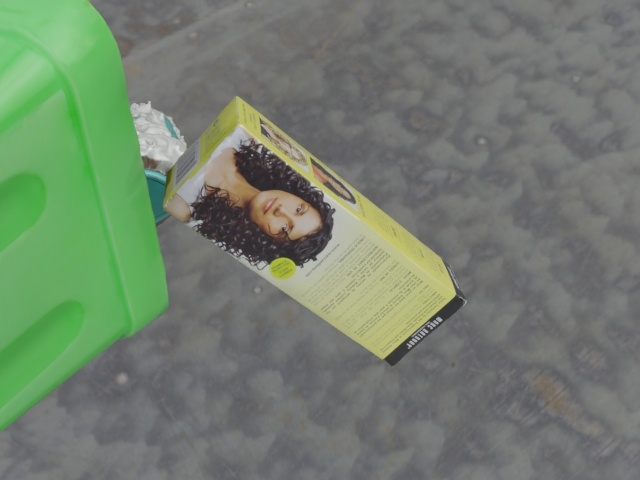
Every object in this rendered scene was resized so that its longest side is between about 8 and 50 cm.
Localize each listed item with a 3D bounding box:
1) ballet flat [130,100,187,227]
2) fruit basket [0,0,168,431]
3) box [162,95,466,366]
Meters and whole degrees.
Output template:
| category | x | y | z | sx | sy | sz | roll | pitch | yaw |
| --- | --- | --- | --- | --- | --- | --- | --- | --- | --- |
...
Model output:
| category | x | y | z | sx | sy | sz | roll | pitch | yaw |
| --- | --- | --- | --- | --- | --- | --- | --- | --- | --- |
| ballet flat | -0.304 | -0.017 | 0.846 | 0.408 | 0.147 | 0.147 | -27 | 54 | 16 |
| fruit basket | -0.259 | -0.101 | 0.487 | 0.392 | 0.283 | 0.392 | 1 | 45 | -1 |
| box | 0.000 | 0.000 | 0.585 | 0.087 | 0.232 | 0.058 | -45 | 27 | 19 |
